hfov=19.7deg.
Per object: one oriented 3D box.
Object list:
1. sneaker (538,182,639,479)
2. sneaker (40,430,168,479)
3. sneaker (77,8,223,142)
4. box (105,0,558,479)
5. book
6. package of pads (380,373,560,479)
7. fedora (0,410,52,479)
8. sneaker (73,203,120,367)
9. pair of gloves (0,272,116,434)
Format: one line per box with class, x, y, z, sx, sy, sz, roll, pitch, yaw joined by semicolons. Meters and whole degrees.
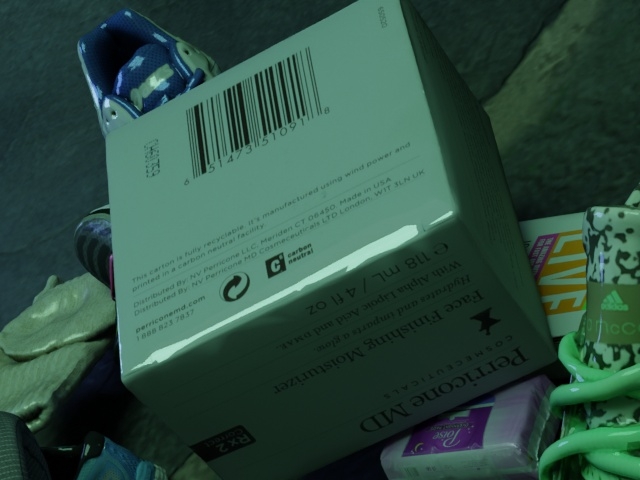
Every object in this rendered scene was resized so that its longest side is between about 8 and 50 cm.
sneaker;0.129;0.071;0.724;0.158;0.182;0.410;-6;45;40
sneaker;-0.166;0.143;1.034;0.162;0.073;0.063;-24;35;22
sneaker;-0.080;-0.050;1.135;0.112;0.131;0.296;-40;34;-6
box;0.000;0.000;0.920;0.181;0.119;0.182;-27;42;15
book;0.128;0.025;0.930;0.144;0.035;0.096;-10;40;41
package of pads;0.074;0.095;0.892;0.083;0.032;0.050;-11;38;36
fedora;-0.186;0.192;0.905;0.124;0.244;0.275;-2;69;-1
sneaker;-0.097;0.037;1.052;0.075;0.063;0.170;-26;49;-33
pair of gloves;-0.221;0.083;1.138;0.240;0.042;0.204;-20;17;27
